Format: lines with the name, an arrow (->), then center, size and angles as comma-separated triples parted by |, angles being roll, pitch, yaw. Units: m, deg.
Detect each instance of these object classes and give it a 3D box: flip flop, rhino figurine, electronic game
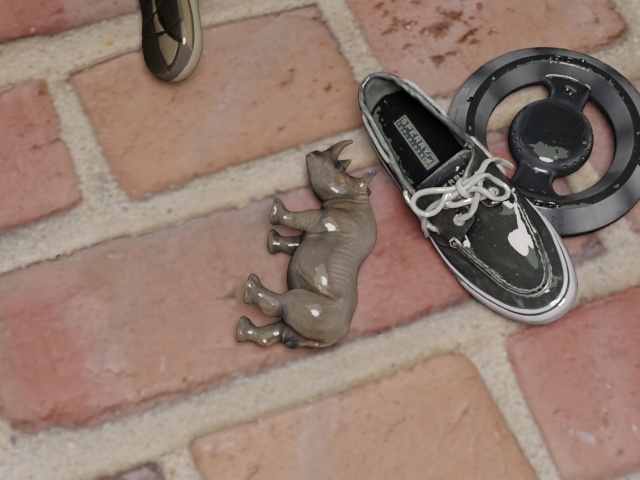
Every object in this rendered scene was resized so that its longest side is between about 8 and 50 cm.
flip flop -> -0.148, -0.292, 1.149 | 0.080, 0.112, 0.277 | 9, 58, -31
rhino figurine -> 0.000, 0.000, 1.033 | 0.106, 0.073, 0.243 | 15, 62, 5
electronic game -> 0.249, -0.110, 1.127 | 0.229, 0.048, 0.229 | 0, 67, 1

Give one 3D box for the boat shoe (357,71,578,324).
boat shoe -> 0.140, -0.050, 1.036 | 0.113, 0.105, 0.306 | -34, 69, 8
